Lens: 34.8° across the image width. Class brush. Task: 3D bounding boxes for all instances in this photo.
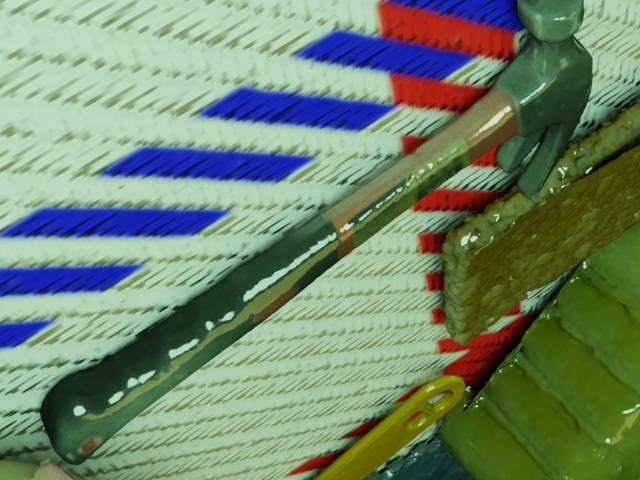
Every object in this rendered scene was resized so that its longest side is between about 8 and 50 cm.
[{"bbox_3d":[-0.011,0.176,0.662,0.272,0.013,0.103,-42,143,10],"label":"brush"}]

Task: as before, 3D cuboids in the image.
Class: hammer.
[{"bbox_3d":[0.000,0.000,0.445,0.288,0.033,0.111,-35,148,-4],"label":"hammer"}]

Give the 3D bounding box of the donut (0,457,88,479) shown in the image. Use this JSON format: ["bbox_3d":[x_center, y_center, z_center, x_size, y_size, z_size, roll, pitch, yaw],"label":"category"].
[{"bbox_3d":[-0.174,0.222,0.413,0.307,0.150,0.371,-42,148,-8],"label":"donut"}]

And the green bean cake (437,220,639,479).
[{"bbox_3d":[0.234,0.105,0.711,0.233,0.124,0.236,15,116,-48],"label":"green bean cake"}]

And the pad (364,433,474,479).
[{"bbox_3d":[0.106,0.208,0.838,0.269,0.012,0.269,-29,147,-15],"label":"pad"}]

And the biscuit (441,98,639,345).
[{"bbox_3d":[0.162,-0.032,0.564,0.231,0.025,0.131,-33,155,-10],"label":"biscuit"}]
